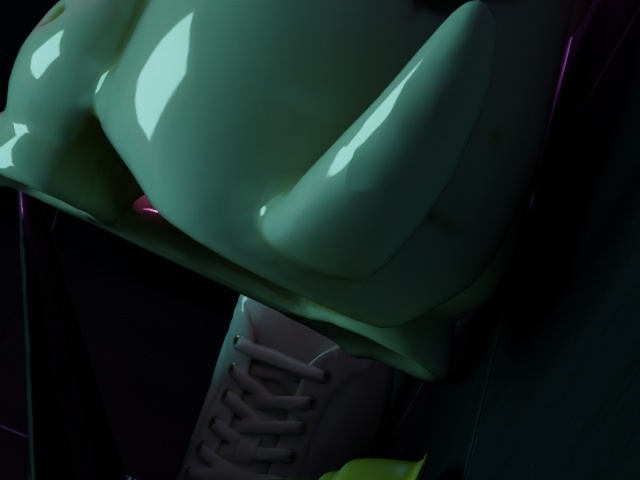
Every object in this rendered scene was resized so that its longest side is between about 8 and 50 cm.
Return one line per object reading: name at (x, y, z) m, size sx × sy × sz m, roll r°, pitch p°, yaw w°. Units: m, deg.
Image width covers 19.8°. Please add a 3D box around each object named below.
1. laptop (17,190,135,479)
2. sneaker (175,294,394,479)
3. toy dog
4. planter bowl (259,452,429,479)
laptop at (-0.206, 0.231, 1.013) m, size 0.408 × 0.236 × 0.382 m, roll -44°, pitch 28°, yaw 15°
sneaker at (-0.032, 0.137, 1.103) m, size 0.123 × 0.106 × 0.290 m, roll -38°, pitch -37°, yaw -62°
toy dog at (0.022, -0.174, 0.873) m, size 0.395 × 0.284 × 0.408 m, roll 138°, pitch 155°, yaw -83°
planter bowl at (-0.035, 0.175, 0.806) m, size 0.217 × 0.090 × 0.217 m, roll 24°, pitch -90°, yaw -84°
